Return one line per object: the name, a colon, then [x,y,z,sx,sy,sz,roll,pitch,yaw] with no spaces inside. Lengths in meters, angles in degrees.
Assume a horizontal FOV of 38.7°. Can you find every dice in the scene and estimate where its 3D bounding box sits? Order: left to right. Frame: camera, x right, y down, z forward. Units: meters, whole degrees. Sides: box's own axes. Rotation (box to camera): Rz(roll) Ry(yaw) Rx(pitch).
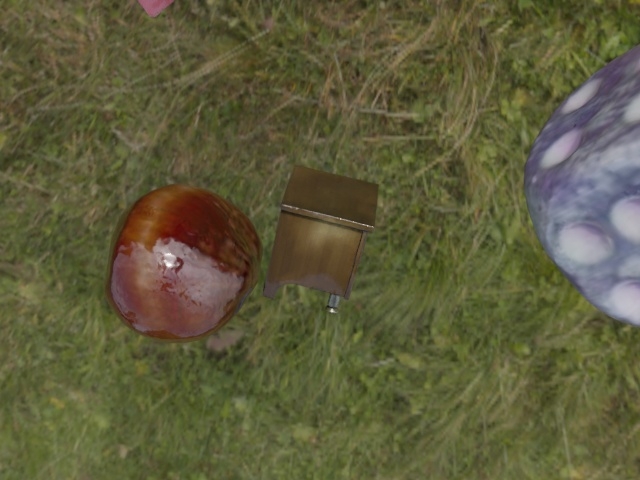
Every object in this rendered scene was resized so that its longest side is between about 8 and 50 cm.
dice: [0.431,-0.073,1.096,0.270,0.271,0.270,44,137,-15]

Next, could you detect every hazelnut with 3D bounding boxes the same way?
hazelnut: [-0.154,0.020,1.058,0.178,0.204,0.178,5,108,16]

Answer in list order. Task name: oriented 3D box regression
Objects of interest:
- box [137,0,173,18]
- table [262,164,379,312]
box: [-0.128,-0.264,0.743,0.111,0.156,0.060,-37,136,12]
table: [0.000,0.000,0.704,0.070,0.083,0.082,14,116,-1]
